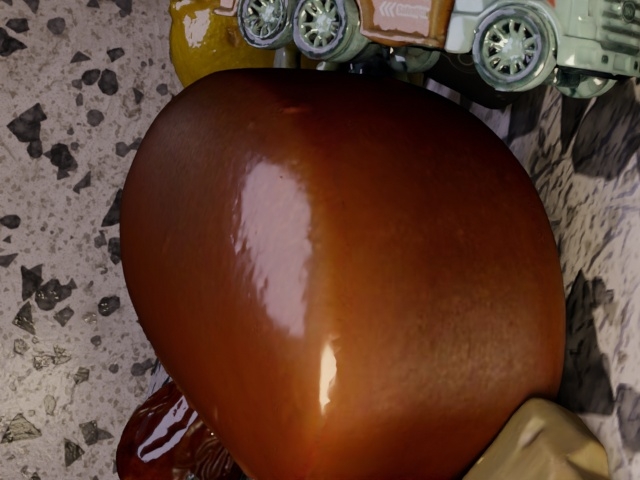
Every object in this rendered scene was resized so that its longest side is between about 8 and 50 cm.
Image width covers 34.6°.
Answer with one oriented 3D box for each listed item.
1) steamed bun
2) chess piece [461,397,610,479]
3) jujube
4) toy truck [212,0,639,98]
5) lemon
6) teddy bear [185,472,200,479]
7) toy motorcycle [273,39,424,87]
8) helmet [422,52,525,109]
[{"bbox_3d":[0.000,0.000,0.744,0.379,0.235,0.248,40,122,56],"label":"steamed bun"},{"bbox_3d":[0.073,0.236,0.599,0.301,0.137,0.137,-59,15,7],"label":"chess piece"},{"bbox_3d":[-0.170,0.262,1.401,0.255,0.190,0.190,-57,18,26],"label":"jujube"},{"bbox_3d":[0.095,-0.203,0.709,0.338,0.133,0.184,16,104,35],"label":"toy truck"},{"bbox_3d":[-0.084,-0.227,1.249,0.188,0.256,0.188,-23,48,28],"label":"lemon"},{"bbox_3d":[-0.081,0.321,1.068,0.213,0.111,0.133,12,46,46],"label":"teddy bear"},{"bbox_3d":[0.017,-0.088,1.098,0.410,0.168,0.237,113,161,-60],"label":"toy motorcycle"},{"bbox_3d":[0.132,-0.253,0.887,0.279,0.160,0.230,-89,20,-48],"label":"helmet"}]
